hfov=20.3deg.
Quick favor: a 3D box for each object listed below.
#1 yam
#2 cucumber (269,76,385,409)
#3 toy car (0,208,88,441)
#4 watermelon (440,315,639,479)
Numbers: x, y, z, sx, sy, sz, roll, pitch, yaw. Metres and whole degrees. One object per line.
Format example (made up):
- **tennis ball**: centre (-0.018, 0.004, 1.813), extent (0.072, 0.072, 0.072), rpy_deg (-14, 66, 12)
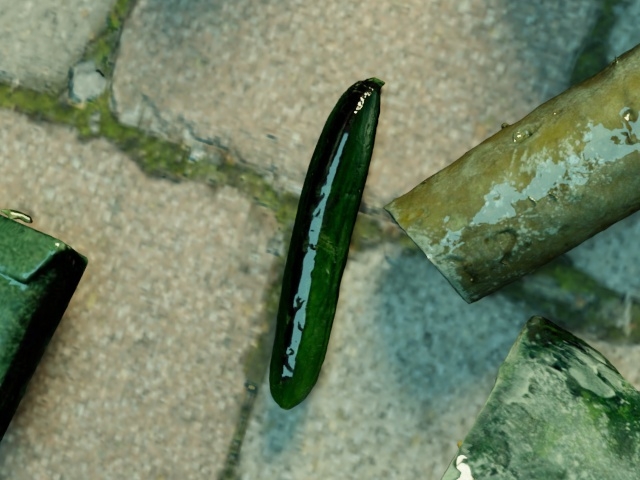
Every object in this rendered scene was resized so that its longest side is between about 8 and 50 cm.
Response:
- **yam**: centre (0.120, -0.033, 0.899), extent (0.179, 0.078, 0.078), rpy_deg (-30, 81, 14)
- **cucumber**: centre (0.000, 0.000, 0.959), extent (0.036, 0.033, 0.184), rpy_deg (13, 92, 35)
- **toy car**: centre (-0.296, 0.002, 1.002), extent (0.320, 0.097, 0.141), rpy_deg (22, 79, 16)
- **watermelon**: centre (0.119, 0.217, 0.889), extent (0.289, 0.213, 0.320), rpy_deg (31, 56, -16)
